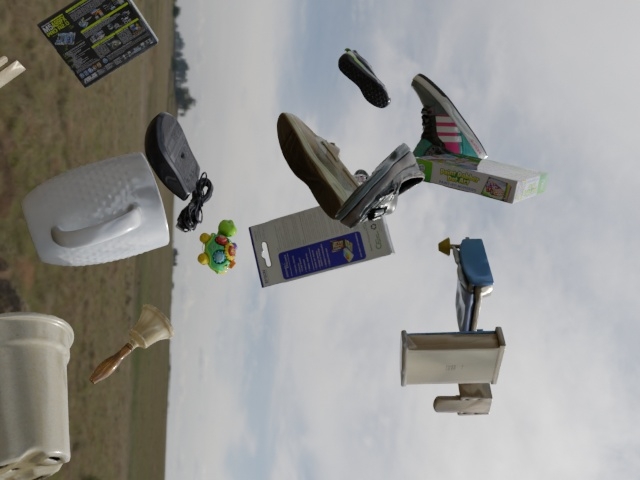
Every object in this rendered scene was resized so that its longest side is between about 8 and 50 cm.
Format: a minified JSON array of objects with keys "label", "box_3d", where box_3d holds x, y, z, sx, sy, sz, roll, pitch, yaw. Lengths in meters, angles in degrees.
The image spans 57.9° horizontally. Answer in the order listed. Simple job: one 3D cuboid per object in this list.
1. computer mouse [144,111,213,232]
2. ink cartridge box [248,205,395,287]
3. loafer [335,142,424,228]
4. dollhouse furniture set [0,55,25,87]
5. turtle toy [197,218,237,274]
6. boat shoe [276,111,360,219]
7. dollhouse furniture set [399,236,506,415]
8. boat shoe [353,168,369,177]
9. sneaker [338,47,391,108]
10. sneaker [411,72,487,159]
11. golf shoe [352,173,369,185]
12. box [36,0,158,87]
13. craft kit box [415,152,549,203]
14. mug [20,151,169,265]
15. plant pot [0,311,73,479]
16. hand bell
[{"label":"computer mouse","box_3d":[-0.343,-0.167,1.342,0.189,0.072,0.272,-77,156,-48]},{"label":"ink cartridge box","box_3d":[0.000,0.000,1.549,0.069,0.370,0.176,16,59,-76]},{"label":"loafer","box_3d":[0.120,-0.089,1.025,0.096,0.084,0.267,-42,-176,43]},{"label":"dollhouse furniture set","box_3d":[-1.172,-0.659,2.051,0.151,0.123,0.144,50,-6,16]},{"label":"turtle toy","box_3d":[-0.223,0.014,1.308,0.095,0.066,0.130,39,48,-57]},{"label":"boat shoe","box_3d":[-0.001,-0.188,1.385,0.302,0.098,0.109,55,-31,17]},{"label":"dollhouse furniture set","box_3d":[0.269,0.184,1.294,0.303,0.198,0.287,-87,174,-47]},{"label":"boat shoe","box_3d":[0.163,-0.197,2.131,0.070,0.077,0.219,104,-12,-47]},{"label":"sneaker","box_3d":[0.162,-0.551,1.930,0.084,0.235,0.097,-32,-165,50]},{"label":"sneaker","box_3d":[0.294,-0.285,1.563,0.296,0.178,0.124,51,6,-8]},{"label":"golf shoe","box_3d":[0.102,-0.185,1.832,0.086,0.186,0.068,-40,-120,48]},{"label":"box","box_3d":[-0.660,-0.622,1.733,0.216,0.270,0.060,57,3,-30]},{"label":"craft kit box","box_3d":[0.374,-0.151,1.348,0.246,0.249,0.061,22,-68,30]},{"label":"mug","box_3d":[-0.594,-0.060,1.533,0.374,0.327,0.276,27,-49,60]},{"label":"plant pot","box_3d":[-0.702,0.375,1.286,0.306,0.333,0.334,65,-27,28]},{"label":"hand bell","box_3d":[-0.530,0.297,1.578,0.242,0.126,0.126,-44,165,-37]}]
